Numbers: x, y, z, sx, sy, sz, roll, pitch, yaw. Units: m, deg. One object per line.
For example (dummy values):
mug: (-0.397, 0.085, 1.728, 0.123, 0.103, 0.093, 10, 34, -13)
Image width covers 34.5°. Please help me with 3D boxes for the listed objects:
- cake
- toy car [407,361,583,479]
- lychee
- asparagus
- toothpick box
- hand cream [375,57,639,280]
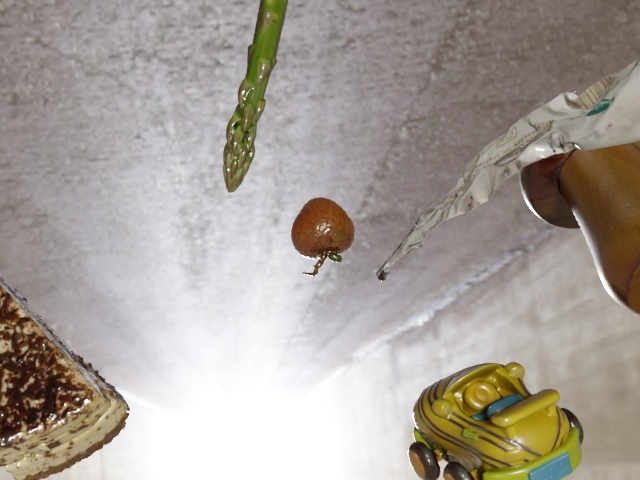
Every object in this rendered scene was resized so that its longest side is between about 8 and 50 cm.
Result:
cake: (-0.279, 0.107, 1.043, 0.135, 0.246, 0.112, -16, 149, -2)
toy car: (0.221, 0.234, 1.355, 0.200, 0.142, 0.248, -22, -163, -25)
lychee: (-0.002, -0.004, 1.719, 0.114, 0.140, 0.101, 14, 172, -36)
asparagus: (-0.045, -0.151, 0.802, 0.027, 0.236, 0.034, 14, 164, -12)
toothpick box: (0.365, -0.047, 1.252, 0.192, 0.294, 0.192, -8, 129, -10)
hand cream: (0.138, -0.051, 0.671, 0.257, 0.050, 0.084, -29, -163, 39)
